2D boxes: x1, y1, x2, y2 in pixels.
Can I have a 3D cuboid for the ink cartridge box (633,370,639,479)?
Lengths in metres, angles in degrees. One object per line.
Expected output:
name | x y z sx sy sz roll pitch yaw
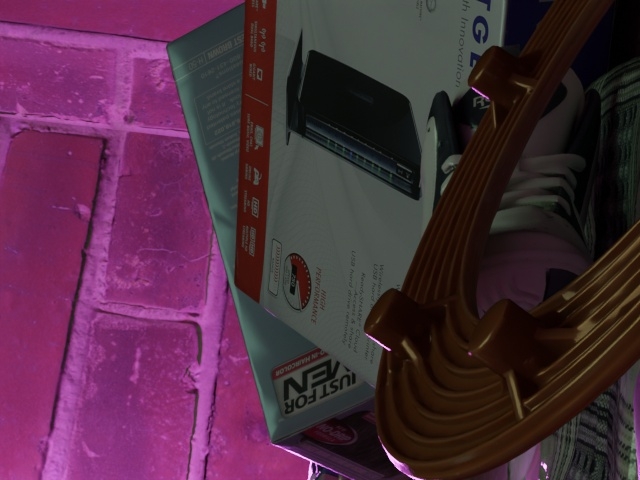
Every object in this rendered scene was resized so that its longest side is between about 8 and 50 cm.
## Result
ink cartridge box | 0.155 0.034 0.591 0.180 0.060 0.104 99 177 -45

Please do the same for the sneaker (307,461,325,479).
sneaker | 0.036 0.266 1.856 0.350 0.131 0.148 -89 2 -67

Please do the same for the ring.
ring | 0.108 -0.068 0.630 0.337 0.032 0.336 -55 10 14

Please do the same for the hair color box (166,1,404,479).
hair color box | 0.000 0.000 1.489 0.185 0.113 0.375 34 -146 -57

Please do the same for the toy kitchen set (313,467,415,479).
toy kitchen set | 0.082 0.170 1.675 0.207 0.122 0.166 -54 22 41

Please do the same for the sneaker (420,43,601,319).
sneaker | 0.088 -0.025 0.853 0.235 0.094 0.153 32 -123 -79

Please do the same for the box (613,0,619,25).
box | 0.153 -0.130 1.133 0.059 0.054 0.169 -88 5 -60

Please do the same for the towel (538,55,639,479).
towel | 0.142 0.068 0.882 0.312 0.056 0.324 -139 55 -87

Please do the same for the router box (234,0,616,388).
router box | 0.054 -0.080 1.154 0.301 0.082 0.336 32 124 53
